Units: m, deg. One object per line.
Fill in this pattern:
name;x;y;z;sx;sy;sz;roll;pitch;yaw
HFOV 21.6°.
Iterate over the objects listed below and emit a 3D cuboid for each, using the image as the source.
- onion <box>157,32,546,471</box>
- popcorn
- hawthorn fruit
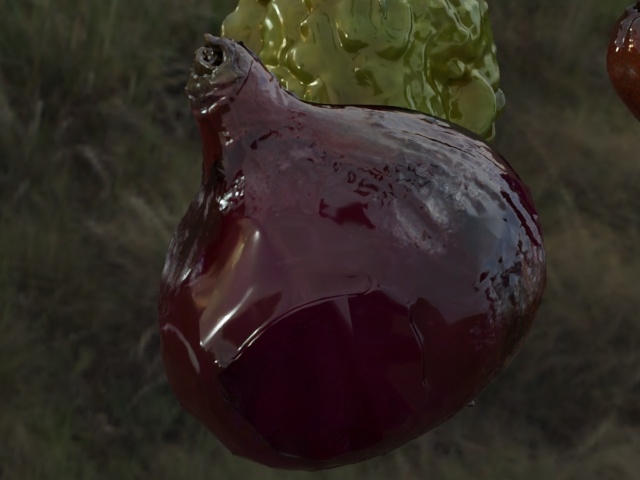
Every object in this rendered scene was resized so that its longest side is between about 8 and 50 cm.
onion;0.000;0.000;0.793;0.195;0.218;0.140;-24;21;11
popcorn;0.021;-0.138;1.300;0.206;0.237;0.251;-26;71;-27
hawthorn fruit;0.373;-0.168;1.657;0.194;0.157;0.157;52;24;-22
